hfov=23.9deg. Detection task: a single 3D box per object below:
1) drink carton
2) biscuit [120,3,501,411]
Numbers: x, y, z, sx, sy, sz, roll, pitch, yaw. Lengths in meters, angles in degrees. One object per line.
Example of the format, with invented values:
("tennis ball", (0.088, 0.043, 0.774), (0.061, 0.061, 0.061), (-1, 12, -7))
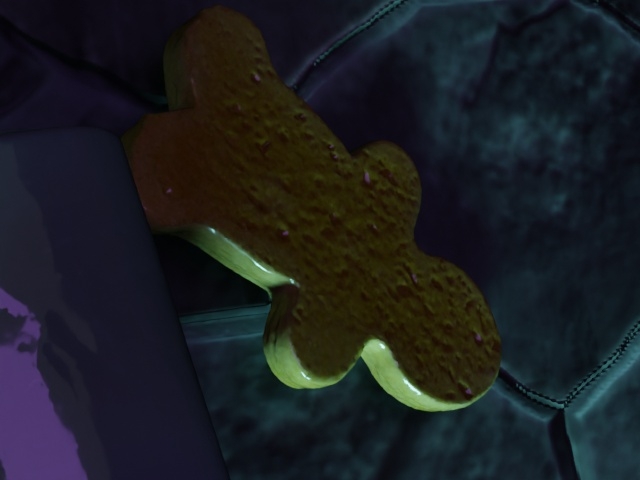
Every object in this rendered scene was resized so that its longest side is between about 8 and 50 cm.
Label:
("drink carton", (-0.119, 0.062, 0.614), (0.185, 0.191, 0.189), (-9, 76, -25))
("biscuit", (-0.001, 0.001, 0.752), (0.240, 0.035, 0.158), (43, 50, -19))
